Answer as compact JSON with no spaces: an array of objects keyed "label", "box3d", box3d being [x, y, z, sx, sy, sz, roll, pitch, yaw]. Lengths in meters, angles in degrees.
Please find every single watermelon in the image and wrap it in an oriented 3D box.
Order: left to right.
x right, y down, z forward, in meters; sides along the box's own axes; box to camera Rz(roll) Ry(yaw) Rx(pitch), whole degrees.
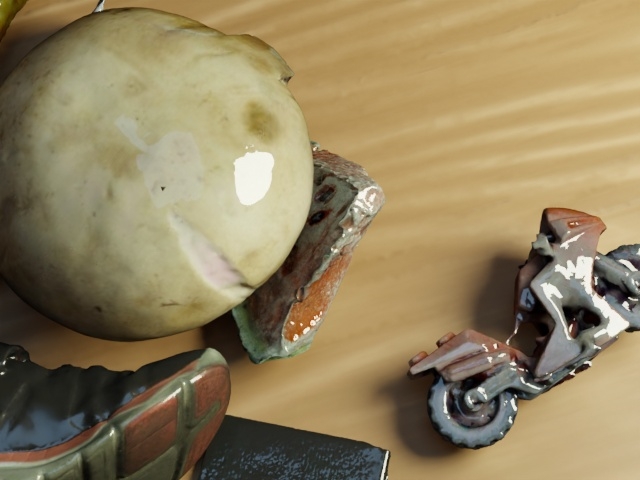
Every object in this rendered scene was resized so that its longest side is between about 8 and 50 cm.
[{"label":"watermelon","box3d":[0.000,0.000,1.299,0.071,0.139,0.187,20,59,-37]}]

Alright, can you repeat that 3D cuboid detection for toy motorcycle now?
[{"label":"toy motorcycle","box3d":[0.154,0.056,1.294,0.212,0.084,0.118,-35,80,-9]}]

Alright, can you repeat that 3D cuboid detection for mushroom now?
[{"label":"mushroom","box3d":[-0.120,-0.048,1.262,0.255,0.184,0.254,-4,64,8]}]

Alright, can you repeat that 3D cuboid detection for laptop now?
[{"label":"laptop","box3d":[-0.034,0.226,1.257,0.135,0.016,0.197,12,66,6]}]

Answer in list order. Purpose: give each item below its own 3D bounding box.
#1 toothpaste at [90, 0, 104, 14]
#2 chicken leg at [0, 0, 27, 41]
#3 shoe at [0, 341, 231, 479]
[{"label":"toothpaste","box3d":[-0.219,-0.080,1.352,0.057,0.089,0.234,30,73,-8]},{"label":"chicken leg","box3d":[-0.321,-0.193,1.370,0.211,0.140,0.361,41,61,-7]},{"label":"shoe","box3d":[-0.206,0.134,1.248,0.291,0.114,0.137,-18,53,-14]}]
